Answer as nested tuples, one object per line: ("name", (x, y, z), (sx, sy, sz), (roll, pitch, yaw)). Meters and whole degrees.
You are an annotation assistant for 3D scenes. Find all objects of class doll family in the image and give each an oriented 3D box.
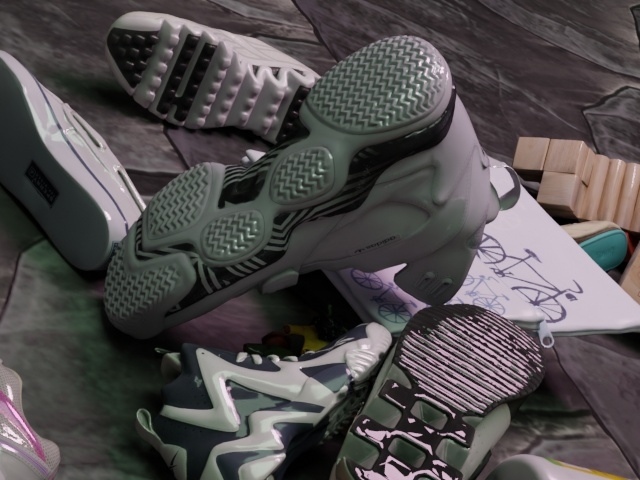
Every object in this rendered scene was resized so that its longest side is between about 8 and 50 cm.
("doll family", (0.028, 0.115, 1.518), (0.193, 0.076, 0.111), (25, 26, -18))

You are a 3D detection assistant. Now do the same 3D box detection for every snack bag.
("snack bag", (0.131, 0.000, 1.666), (0.342, 0.037, 0.323), (1, 32, -31))

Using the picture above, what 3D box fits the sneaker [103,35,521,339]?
("sneaker", (0.000, 0.000, 1.461), (0.210, 0.366, 0.137), (44, 14, -38))

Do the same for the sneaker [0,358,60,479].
("sneaker", (-0.285, 0.115, 1.228), (0.252, 0.103, 0.111), (50, 31, 20))

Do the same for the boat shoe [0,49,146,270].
("boat shoe", (-0.242, -0.074, 1.557), (0.084, 0.095, 0.258), (-7, 56, -51))

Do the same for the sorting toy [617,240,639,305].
("sorting toy", (0.486, 0.023, 1.893), (0.257, 0.255, 0.089), (29, -11, -1))

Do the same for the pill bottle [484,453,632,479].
("pill bottle", (0.256, 0.270, 1.410), (0.246, 0.136, 0.136), (16, 33, -22))

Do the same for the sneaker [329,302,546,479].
("sneaker", (0.079, 0.168, 1.396), (0.122, 0.146, 0.330), (33, 35, 12))

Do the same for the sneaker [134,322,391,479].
("sneaker", (-0.056, 0.114, 1.386), (0.153, 0.094, 0.235), (36, 58, 15))

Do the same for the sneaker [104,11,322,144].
("sneaker", (-0.110, -0.180, 1.813), (0.292, 0.110, 0.118), (18, 24, -35))

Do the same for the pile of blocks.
("pile of blocks", (0.389, -0.014, 2.007), (0.362, 0.149, 0.112), (17, 75, -4))

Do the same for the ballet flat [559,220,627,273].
("ballet flat", (0.242, 0.020, 1.845), (0.248, 0.086, 0.086), (-9, 48, -49))
